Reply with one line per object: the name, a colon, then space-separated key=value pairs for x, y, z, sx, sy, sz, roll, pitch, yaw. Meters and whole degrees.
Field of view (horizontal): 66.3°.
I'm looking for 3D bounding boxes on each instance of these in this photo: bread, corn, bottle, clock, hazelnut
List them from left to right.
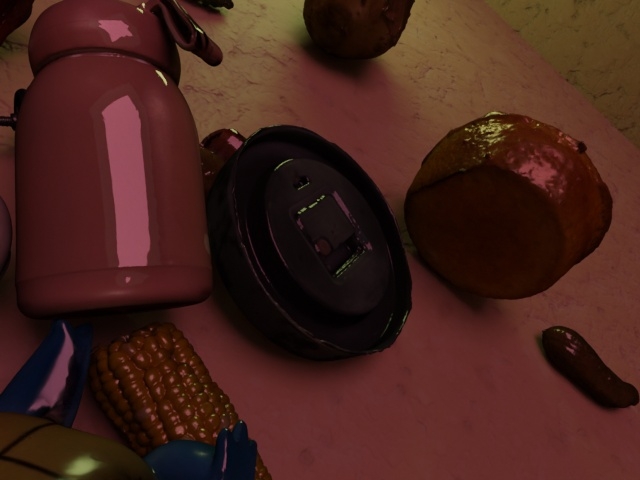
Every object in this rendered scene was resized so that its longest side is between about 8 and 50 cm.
bottle: x=-0.187 y=-0.080 z=0.481 sx=0.173 sy=0.206 sz=0.297 roll=22 pitch=60 yaw=-69
corn: x=-0.101 y=0.212 z=0.445 sx=0.101 sy=0.102 sz=0.313 roll=-25 pitch=76 yaw=-45
hazelnut: x=-0.134 y=-0.121 z=0.709 sx=0.086 sy=0.086 sz=0.087 roll=19 pitch=47 yaw=-22
clock: x=0.000 y=0.000 z=0.653 sx=0.324 sy=0.067 sz=0.326 roll=27 pitch=47 yaw=-34
bread: x=0.282 y=-0.044 z=0.786 sx=0.312 sy=0.312 sz=0.172 roll=44 pitch=56 yaw=3

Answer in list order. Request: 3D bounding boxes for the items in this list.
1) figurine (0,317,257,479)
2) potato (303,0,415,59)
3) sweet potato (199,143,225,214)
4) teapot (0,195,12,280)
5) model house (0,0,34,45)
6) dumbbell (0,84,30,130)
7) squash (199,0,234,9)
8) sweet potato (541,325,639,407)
figurine: x=-0.184 y=0.191 z=0.305 sx=0.416 sy=0.243 sz=0.298 roll=39 pitch=25 yaw=-3
potato: x=0.072 y=-0.501 z=1.094 sx=0.246 sy=0.196 sz=0.299 roll=28 pitch=15 yaw=5
sweet potato: x=-0.135 y=-0.063 z=0.662 sx=0.269 sy=0.074 sz=0.075 roll=40 pitch=40 yaw=-27
teapot: x=-0.322 y=0.016 z=0.412 sx=0.226 sy=0.145 sz=0.092 roll=31 pitch=-8 yaw=42
model house: x=-0.469 y=-0.352 z=0.539 sx=0.253 sy=0.160 sz=0.196 roll=35 pitch=88 yaw=-10
dumbbell: x=-0.285 y=-0.140 z=0.597 sx=0.208 sy=0.099 sz=0.099 roll=-7 pitch=60 yaw=-37
squash: x=-0.230 y=-0.495 z=0.946 sx=0.132 sy=0.105 sz=0.105 roll=48 pitch=40 yaw=-19
sweet potato: x=0.487 y=0.235 z=0.868 sx=0.233 sy=0.062 sz=0.081 roll=39 pitch=41 yaw=-6
